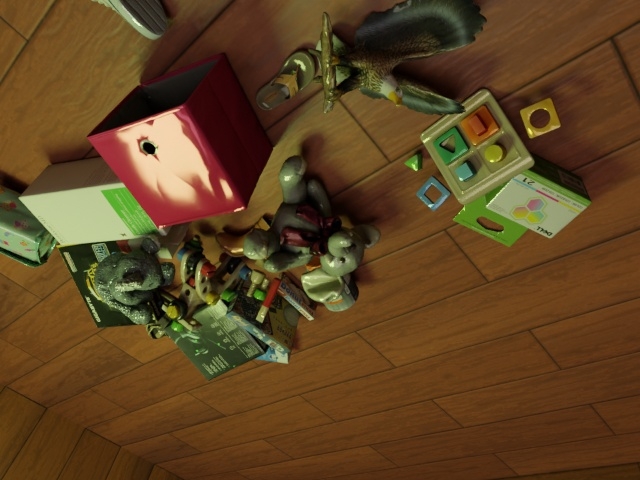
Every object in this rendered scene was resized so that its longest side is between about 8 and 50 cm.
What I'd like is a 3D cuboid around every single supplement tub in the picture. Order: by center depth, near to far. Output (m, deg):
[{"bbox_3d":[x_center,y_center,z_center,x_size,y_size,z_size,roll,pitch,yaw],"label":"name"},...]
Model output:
[{"bbox_3d":[0.030,0.111,1.382,0.117,0.117,0.190,-13,128,24],"label":"supplement tub"}]

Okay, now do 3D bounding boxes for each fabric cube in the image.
[{"bbox_3d":[-0.297,-0.218,1.053,0.254,0.259,0.258,-10,129,20],"label":"fabric cube"}]

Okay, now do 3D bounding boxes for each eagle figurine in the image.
[{"bbox_3d":[0.141,-0.339,0.919,0.298,0.225,0.226,-15,179,-12],"label":"eagle figurine"}]

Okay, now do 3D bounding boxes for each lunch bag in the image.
[{"bbox_3d":[-0.955,-0.031,1.459,0.223,0.160,0.262,28,144,-17],"label":"lunch bag"}]

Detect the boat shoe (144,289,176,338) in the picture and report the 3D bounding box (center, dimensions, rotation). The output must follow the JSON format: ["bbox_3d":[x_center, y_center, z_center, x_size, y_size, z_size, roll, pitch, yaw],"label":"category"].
[{"bbox_3d":[-0.558,0.283,1.673,0.355,0.130,0.132,27,133,-12],"label":"boat shoe"}]

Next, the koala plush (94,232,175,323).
[{"bbox_3d":[-0.503,0.092,1.268,0.203,0.196,0.221,32,147,-16],"label":"koala plush"}]

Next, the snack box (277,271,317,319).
[{"bbox_3d":[-0.077,0.182,1.510,0.022,0.064,0.178,-24,123,33],"label":"snack box"}]

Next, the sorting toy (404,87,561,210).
[{"bbox_3d":[0.331,-0.198,1.011,0.348,0.047,0.196,-35,84,36],"label":"sorting toy"}]

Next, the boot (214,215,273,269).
[{"bbox_3d":[-0.200,-0.013,1.362,0.197,0.073,0.152,25,126,-9],"label":"boot"}]

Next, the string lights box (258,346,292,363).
[{"bbox_3d":[-0.241,0.372,1.720,0.260,0.076,0.133,6,134,8],"label":"string lights box"}]

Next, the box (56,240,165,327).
[{"bbox_3d":[-0.681,0.130,1.536,0.257,0.079,0.322,-8,112,18],"label":"box"}]

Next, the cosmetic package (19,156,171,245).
[{"bbox_3d":[-0.597,-0.115,1.295,0.366,0.155,0.197,-7,134,18],"label":"cosmetic package"}]

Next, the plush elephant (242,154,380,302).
[{"bbox_3d":[0.000,0.000,1.187,0.255,0.271,0.330,22,164,18],"label":"plush elephant"}]

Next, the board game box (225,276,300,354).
[{"bbox_3d":[-0.180,0.238,1.518,0.243,0.165,0.042,41,129,-23],"label":"board game box"}]

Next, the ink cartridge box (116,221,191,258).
[{"bbox_3d":[-0.484,-0.008,1.393,0.198,0.115,0.067,2,134,12],"label":"ink cartridge box"}]

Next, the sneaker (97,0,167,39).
[{"bbox_3d":[-0.423,-0.512,0.938,0.091,0.094,0.258,-14,125,48],"label":"sneaker"}]

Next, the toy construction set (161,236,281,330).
[{"bbox_3d":[-0.300,0.163,1.345,0.309,0.257,0.237,23,94,-3],"label":"toy construction set"}]

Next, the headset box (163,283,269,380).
[{"bbox_3d":[-0.344,0.309,1.577,0.283,0.131,0.246,-31,105,22],"label":"headset box"}]

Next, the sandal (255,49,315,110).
[{"bbox_3d":[-0.080,-0.342,1.029,0.180,0.049,0.072,-30,120,34],"label":"sandal"}]

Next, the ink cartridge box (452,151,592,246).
[{"bbox_3d":[0.471,-0.070,1.121,0.189,0.097,0.255,23,133,-9],"label":"ink cartridge box"}]
